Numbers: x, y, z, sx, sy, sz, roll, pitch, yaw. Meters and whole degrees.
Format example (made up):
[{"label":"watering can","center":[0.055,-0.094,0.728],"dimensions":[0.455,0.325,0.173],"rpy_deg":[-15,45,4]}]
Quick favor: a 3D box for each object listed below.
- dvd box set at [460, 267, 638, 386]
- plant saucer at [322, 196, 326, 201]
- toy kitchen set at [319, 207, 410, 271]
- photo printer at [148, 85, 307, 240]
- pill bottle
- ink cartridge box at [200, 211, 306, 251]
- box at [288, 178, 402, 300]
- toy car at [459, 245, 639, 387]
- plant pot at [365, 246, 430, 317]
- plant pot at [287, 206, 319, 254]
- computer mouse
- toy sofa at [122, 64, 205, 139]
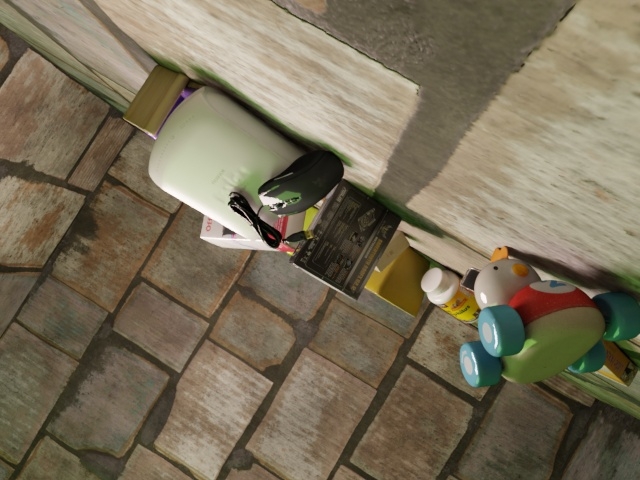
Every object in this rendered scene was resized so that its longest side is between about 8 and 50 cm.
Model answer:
[{"label":"dvd box set","center":[0.589,0.224,1.136],"dimensions":[0.420,0.062,0.308],"rpy_deg":[33,177,-36]},{"label":"plant saucer","center":[0.014,-0.135,1.413],"dimensions":[0.084,0.013,0.083],"rpy_deg":[32,177,2]},{"label":"toy kitchen set","center":[0.123,-0.041,1.260],"dimensions":[0.207,0.122,0.166],"rpy_deg":[54,168,-23]},{"label":"photo printer","center":[-0.196,-0.159,0.948],"dimensions":[0.308,0.256,0.107],"rpy_deg":[33,-145,-24]},{"label":"pill bottle","center":[0.423,0.171,1.402],"dimensions":[0.215,0.117,0.117],"rpy_deg":[32,177,-25]},{"label":"ink cartridge box","center":[-0.208,-0.089,1.405],"dimensions":[0.307,0.225,0.131],"rpy_deg":[2,166,22]},{"label":"box","center":[0.061,-0.002,1.045],"dimensions":[0.183,0.230,0.056],"rpy_deg":[31,174,-16]},{"label":"toy car","center":[0.334,0.095,0.736],"dimensions":[0.210,0.220,0.237],"rpy_deg":[91,171,-49]},{"label":"plant pot","center":[0.240,0.106,1.485],"dimensions":[0.212,0.187,0.212],"rpy_deg":[33,176,-34]},{"label":"plant pot","center":[0.000,0.000,1.920],"dimensions":[0.207,0.228,0.227],"rpy_deg":[23,177,5]},{"label":"computer mouse","center":[-0.050,-0.064,0.915],"dimensions":[0.184,0.262,0.060],"rpy_deg":[52,-154,-34]},{"label":"toy sofa","center":[-0.275,-0.248,1.090],"dimensions":[0.177,0.150,0.362],"rpy_deg":[31,177,28]}]
